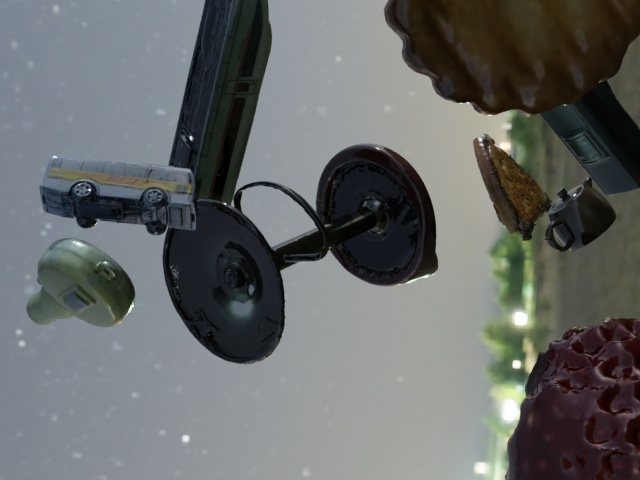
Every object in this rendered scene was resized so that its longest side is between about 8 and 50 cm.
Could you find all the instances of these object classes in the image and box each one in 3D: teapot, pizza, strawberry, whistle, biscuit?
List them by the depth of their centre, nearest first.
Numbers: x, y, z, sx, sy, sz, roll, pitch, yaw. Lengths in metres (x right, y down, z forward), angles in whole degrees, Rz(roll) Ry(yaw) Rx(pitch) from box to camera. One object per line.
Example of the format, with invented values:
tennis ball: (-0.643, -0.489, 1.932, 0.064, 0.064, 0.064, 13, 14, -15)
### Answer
strawberry: (0.366, 0.273, 1.383, 0.317, 0.295, 0.345, -60, 36, 9)
biscuit: (0.223, -0.304, 1.468, 0.107, 0.325, 0.326, -136, 48, -77)
teapot: (0.313, -0.032, 1.570, 0.121, 0.068, 0.076, -44, 9, -31)
whistle: (-0.309, 0.065, 1.573, 0.067, 0.126, 0.258, -54, 16, -28)
pizza: (0.305, -0.071, 1.982, 0.195, 0.052, 0.185, 17, -130, -53)

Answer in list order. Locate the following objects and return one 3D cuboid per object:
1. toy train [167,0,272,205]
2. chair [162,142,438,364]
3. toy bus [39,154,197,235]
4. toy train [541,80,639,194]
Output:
toy train: (-0.123, -0.202, 1.670, 0.086, 0.088, 0.407, 51, 134, 45)
chair: (0.000, 0.000, 1.760, 0.401, 0.226, 0.227, -22, -59, -45)
toy bus: (-0.244, -0.056, 1.554, 0.064, 0.190, 0.075, 96, 179, -52)
toy train: (0.337, -0.234, 1.834, 0.409, 0.086, 0.089, 47, -118, -19)
